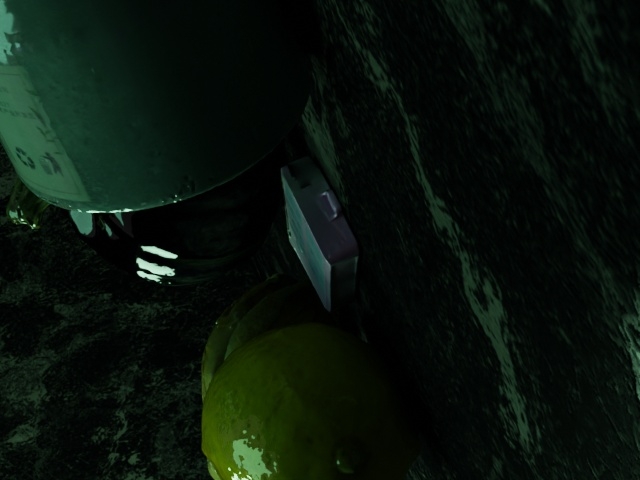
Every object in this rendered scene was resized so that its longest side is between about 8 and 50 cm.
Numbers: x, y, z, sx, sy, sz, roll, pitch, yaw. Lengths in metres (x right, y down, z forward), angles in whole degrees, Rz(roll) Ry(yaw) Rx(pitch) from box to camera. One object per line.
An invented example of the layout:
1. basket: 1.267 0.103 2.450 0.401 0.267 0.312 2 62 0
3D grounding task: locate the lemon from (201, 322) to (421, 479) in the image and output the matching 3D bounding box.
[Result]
1. lemon: -0.015 0.203 1.448 0.233 0.233 0.288 66 162 -9

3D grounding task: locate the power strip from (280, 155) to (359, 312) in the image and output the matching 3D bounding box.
1. power strip: 0.000 0.000 1.355 0.109 0.037 0.279 63 174 12

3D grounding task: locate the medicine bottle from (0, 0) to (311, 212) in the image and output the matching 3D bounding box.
1. medicine bottle: -0.158 -0.201 0.935 0.245 0.245 0.290 -122 11 -49

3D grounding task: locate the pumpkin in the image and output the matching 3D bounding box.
1. pumpkin: -0.191 -0.097 1.359 0.296 0.296 0.296 63 174 12

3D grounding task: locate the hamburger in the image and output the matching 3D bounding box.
1. hamburger: -0.066 0.180 1.705 0.134 0.265 0.284 13 116 35

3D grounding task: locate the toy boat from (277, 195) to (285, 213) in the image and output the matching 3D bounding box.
1. toy boat: -0.128 -0.176 1.561 0.136 0.079 0.392 -119 5 -49
